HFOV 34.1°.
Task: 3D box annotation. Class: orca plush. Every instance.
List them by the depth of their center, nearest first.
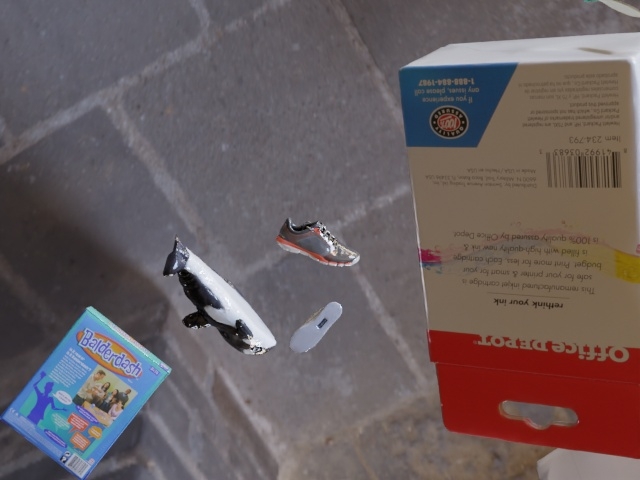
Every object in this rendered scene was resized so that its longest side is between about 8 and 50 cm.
[{"bbox_3d":[-0.193,0.122,1.771,0.102,0.151,0.287,-37,142,5],"label":"orca plush"}]

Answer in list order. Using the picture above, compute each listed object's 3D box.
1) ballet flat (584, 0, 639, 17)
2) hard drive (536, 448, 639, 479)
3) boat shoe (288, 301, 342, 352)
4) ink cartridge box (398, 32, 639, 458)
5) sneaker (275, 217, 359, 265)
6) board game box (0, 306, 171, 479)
[{"bbox_3d":[0.463,-0.335,1.384,0.247,0.083,0.087,8,91,17],"label":"ballet flat"},{"bbox_3d":[0.291,0.130,0.637,0.318,0.210,0.040,-38,113,18],"label":"hard drive"},{"bbox_3d":[-0.008,0.130,1.568,0.035,0.035,0.100,44,87,-3],"label":"boat shoe"},{"bbox_3d":[0.132,0.002,0.610,0.134,0.078,0.231,3,112,30],"label":"ink cartridge box"},{"bbox_3d":[0.000,0.000,1.899,0.157,0.061,0.065,16,109,-5],"label":"sneaker"},{"bbox_3d":[-0.352,0.230,1.573,0.160,0.047,0.210,39,89,-3],"label":"board game box"}]
